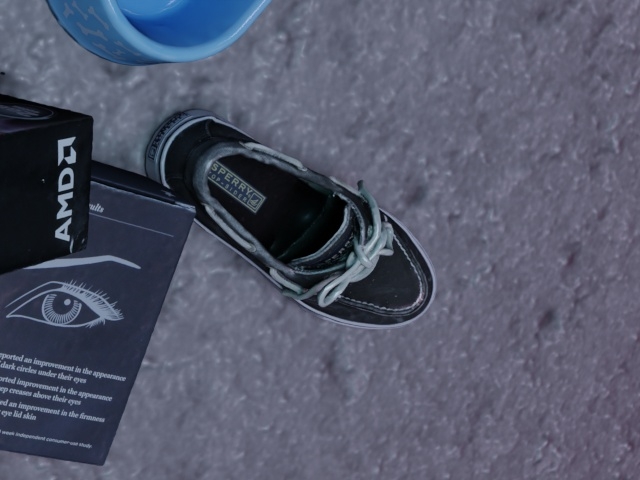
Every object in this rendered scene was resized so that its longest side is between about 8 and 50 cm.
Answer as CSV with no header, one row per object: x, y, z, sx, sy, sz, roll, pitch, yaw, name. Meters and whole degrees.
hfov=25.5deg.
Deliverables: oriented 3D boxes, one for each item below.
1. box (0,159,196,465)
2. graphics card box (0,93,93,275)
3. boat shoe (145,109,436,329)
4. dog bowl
-0.204,0.039,1.007,0.153,0.108,0.207,18,96,-37,box
-0.325,-0.024,0.747,0.371,0.232,0.094,-17,117,-55,graphics card box
0.002,-0.004,1.131,0.306,0.105,0.113,39,84,-37,boat shoe
-0.068,-0.250,1.015,0.297,0.074,0.166,-50,127,-8,dog bowl
